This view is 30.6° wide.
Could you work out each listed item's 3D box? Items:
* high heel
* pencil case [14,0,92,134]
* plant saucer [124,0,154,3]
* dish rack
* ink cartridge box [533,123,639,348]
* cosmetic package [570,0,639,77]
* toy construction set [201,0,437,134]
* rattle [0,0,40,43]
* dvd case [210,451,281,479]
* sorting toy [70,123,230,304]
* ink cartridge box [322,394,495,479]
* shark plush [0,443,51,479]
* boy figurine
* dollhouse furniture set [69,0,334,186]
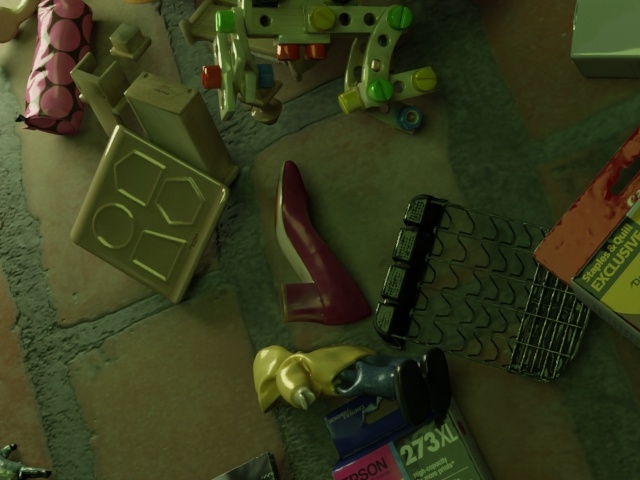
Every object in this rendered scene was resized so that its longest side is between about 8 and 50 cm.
[{"bbox_3d":[0.000,0.000,1.587,0.117,0.082,0.244,-1,60,-8],"label":"high heel"},{"bbox_3d":[-0.411,-0.270,1.817,0.098,0.095,0.209,-6,72,45],"label":"pencil case"},{"bbox_3d":[-0.224,-0.429,1.742,0.200,0.037,0.200,-20,39,17],"label":"plant saucer"},{"bbox_3d":[0.207,0.060,1.466,0.271,0.074,0.208,15,85,24],"label":"dish rack"},{"bbox_3d":[0.430,-0.023,1.313,0.272,0.130,0.309,39,90,17],"label":"ink cartridge box"},{"bbox_3d":[0.432,-0.263,1.432,0.231,0.085,0.117,6,80,27],"label":"cosmetic package"},{"bbox_3d":[-0.011,-0.240,1.493,0.151,0.328,0.215,5,98,58],"label":"toy construction set"},{"bbox_3d":[-0.540,-0.389,1.915,0.143,0.130,0.199,37,121,37],"label":"rattle"},{"bbox_3d":[-0.129,0.397,1.544,0.221,0.018,0.164,-31,63,26],"label":"dvd case"},{"bbox_3d":[-0.243,-0.038,1.677,0.208,0.038,0.193,31,108,15],"label":"sorting toy"},{"bbox_3d":[0.136,0.338,1.440,0.176,0.069,0.371,-32,65,14],"label":"ink cartridge box"},{"bbox_3d":[-0.474,0.322,1.727,0.161,0.073,0.067,0,48,29],"label":"shark plush"},{"bbox_3d":[0.015,0.180,1.477,0.285,0.177,0.092,-6,97,38],"label":"boy figurine"},{"bbox_3d":[-0.126,-0.270,1.707,0.303,0.174,0.355,21,62,29],"label":"dollhouse furniture set"}]
